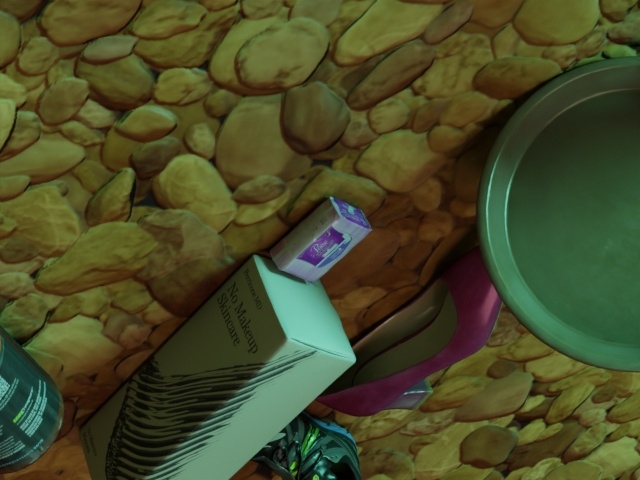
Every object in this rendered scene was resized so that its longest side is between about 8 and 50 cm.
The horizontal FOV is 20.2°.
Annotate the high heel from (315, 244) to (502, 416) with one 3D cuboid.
[{"bbox_3d":[0.085,0.086,1.739,0.117,0.082,0.244,4,142,-30],"label":"high heel"}]

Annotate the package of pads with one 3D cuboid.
[{"bbox_3d":[0.000,0.000,1.615,0.083,0.032,0.050,-42,141,22],"label":"package of pads"}]

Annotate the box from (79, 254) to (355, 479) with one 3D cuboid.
[{"bbox_3d":[-0.100,0.146,1.672,0.094,0.113,0.275,20,123,-42],"label":"box"}]

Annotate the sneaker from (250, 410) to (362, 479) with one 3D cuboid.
[{"bbox_3d":[-0.021,0.218,1.831,0.067,0.078,0.188,-43,139,23],"label":"sneaker"}]

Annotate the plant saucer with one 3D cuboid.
[{"bbox_3d":[0.275,-0.022,1.569,0.277,0.278,0.041,-28,169,4],"label":"plant saucer"}]

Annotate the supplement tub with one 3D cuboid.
[{"bbox_3d":[-0.303,0.114,1.523,0.106,0.106,0.198,-27,143,3],"label":"supplement tub"}]
